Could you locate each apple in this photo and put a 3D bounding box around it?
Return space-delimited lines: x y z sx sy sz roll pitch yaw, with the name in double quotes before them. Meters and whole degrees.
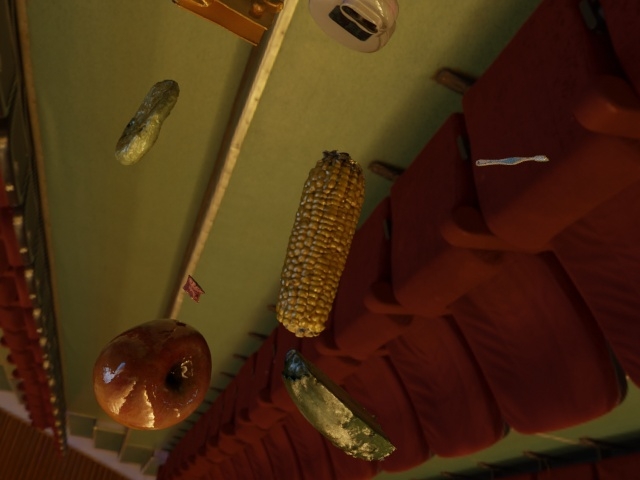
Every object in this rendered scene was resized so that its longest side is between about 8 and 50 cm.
"apple" -0.373 0.290 1.236 0.253 0.253 0.253 5 149 3

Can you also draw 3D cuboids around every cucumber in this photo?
"cucumber" 0.022 0.360 1.170 0.105 0.145 0.325 -41 121 -1

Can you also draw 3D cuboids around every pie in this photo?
"pie" -0.323 -0.222 1.041 0.041 0.187 0.187 34 140 -30

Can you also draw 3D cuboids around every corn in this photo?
"corn" 0.000 0.000 0.910 0.115 0.318 0.115 15 163 5

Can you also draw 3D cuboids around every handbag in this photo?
"handbag" -0.213 -0.752 1.532 0.283 0.401 0.133 26 150 -17

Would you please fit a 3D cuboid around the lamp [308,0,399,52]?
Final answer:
"lamp" 0.074 -0.454 1.078 0.179 0.108 0.246 27 -179 -18

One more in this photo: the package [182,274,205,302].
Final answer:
"package" -0.304 0.117 1.337 0.059 0.029 0.083 47 144 3

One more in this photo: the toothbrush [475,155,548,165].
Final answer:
"toothbrush" 0.358 -0.152 1.060 0.017 0.014 0.162 15 176 -35
